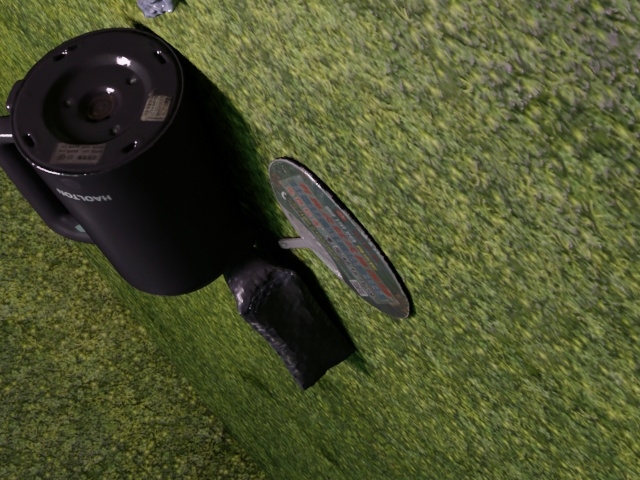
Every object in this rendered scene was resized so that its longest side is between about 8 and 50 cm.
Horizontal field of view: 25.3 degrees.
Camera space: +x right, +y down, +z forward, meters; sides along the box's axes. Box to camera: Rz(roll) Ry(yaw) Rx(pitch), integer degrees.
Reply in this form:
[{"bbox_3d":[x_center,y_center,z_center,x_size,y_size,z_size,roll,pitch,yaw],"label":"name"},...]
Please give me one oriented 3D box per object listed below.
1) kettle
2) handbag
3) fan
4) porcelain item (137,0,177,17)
[{"bbox_3d":[-0.242,-0.069,1.691,0.308,0.262,0.203,67,-177,-56],"label":"kettle"},{"bbox_3d":[-0.062,0.081,1.876,0.270,0.088,0.175,54,175,-40],"label":"handbag"},{"bbox_3d":[0.022,0.017,1.612,0.223,0.012,0.294,43,164,17],"label":"fan"},{"bbox_3d":[-0.167,-0.247,1.458,0.036,0.028,0.083,35,168,-17],"label":"porcelain item"}]
